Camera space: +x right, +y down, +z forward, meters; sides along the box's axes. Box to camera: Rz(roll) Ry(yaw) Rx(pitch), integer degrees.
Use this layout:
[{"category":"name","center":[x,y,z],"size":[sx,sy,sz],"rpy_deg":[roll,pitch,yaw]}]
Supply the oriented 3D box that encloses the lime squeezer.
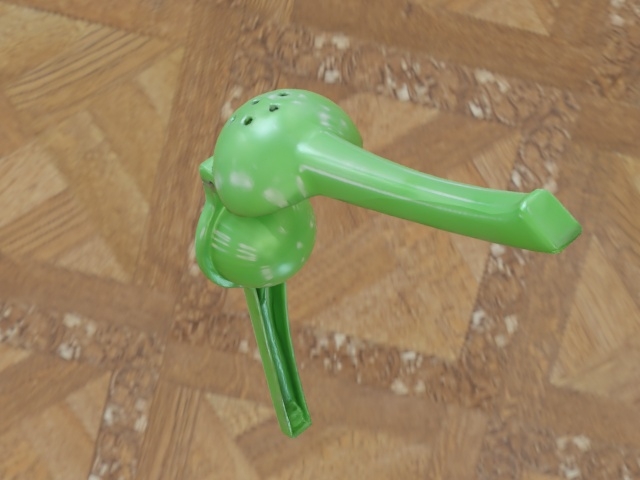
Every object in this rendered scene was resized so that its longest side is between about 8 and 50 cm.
[{"category":"lime squeezer","center":[0.000,0.000,0.604],"size":[0.110,0.310,0.059],"rpy_deg":[35,66,-3]}]
